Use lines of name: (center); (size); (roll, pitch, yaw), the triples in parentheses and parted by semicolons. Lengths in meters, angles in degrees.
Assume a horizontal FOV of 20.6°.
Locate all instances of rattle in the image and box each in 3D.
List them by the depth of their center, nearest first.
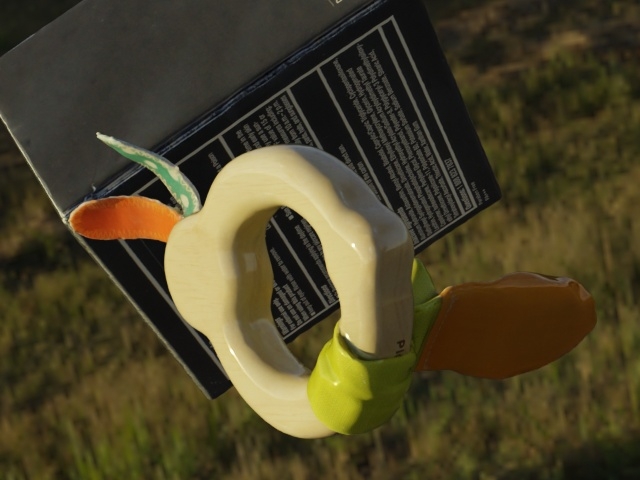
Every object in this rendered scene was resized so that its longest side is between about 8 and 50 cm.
rattle: (0.000, 0.000, 0.789); (0.143, 0.130, 0.200); (-29, 29, -28)

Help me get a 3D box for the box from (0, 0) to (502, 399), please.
box: (-0.055, -0.079, 1.352); (0.294, 0.296, 0.183); (-35, 54, -4)
